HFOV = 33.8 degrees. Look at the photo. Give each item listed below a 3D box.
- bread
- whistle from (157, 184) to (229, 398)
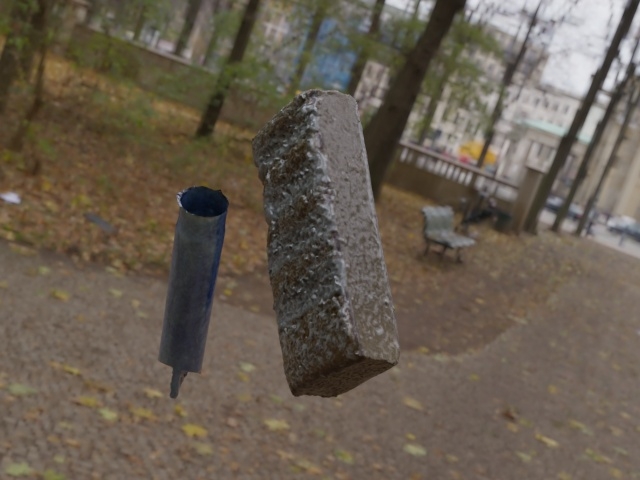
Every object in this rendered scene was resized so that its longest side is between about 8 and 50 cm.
[{"bbox_3d":[0.000,0.000,1.427,0.113,0.165,0.417,10,56,-33],"label":"bread"},{"bbox_3d":[-0.161,0.071,1.289,0.062,0.304,0.062,8,38,-7],"label":"whistle"}]
